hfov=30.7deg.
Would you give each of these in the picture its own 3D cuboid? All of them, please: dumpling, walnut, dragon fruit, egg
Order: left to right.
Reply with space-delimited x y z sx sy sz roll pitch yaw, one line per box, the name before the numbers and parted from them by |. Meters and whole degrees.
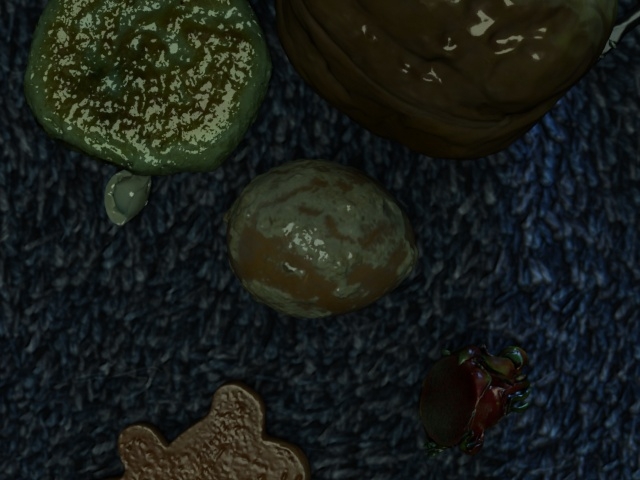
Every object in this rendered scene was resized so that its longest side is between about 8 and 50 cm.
dumpling | -0.256 -0.064 1.532 0.059 0.043 0.077 28 114 16
egg | 0.000 0.000 1.450 0.245 0.203 0.203 6 98 -9
walnut | 0.136 -0.275 1.331 0.398 0.308 0.354 26 139 -19
dragon fruit | 0.203 0.200 1.504 0.175 0.142 0.138 -16 61 -15

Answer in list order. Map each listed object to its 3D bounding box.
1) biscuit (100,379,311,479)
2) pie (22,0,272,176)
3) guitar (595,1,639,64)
biscuit | -0.188 0.324 1.575 0.324 0.049 0.205 -34 93 6
pie | -0.219 -0.233 1.496 0.323 0.070 0.323 0 93 1
guitar | 0.438 -0.315 1.464 0.271 0.038 0.084 -39 92 7
